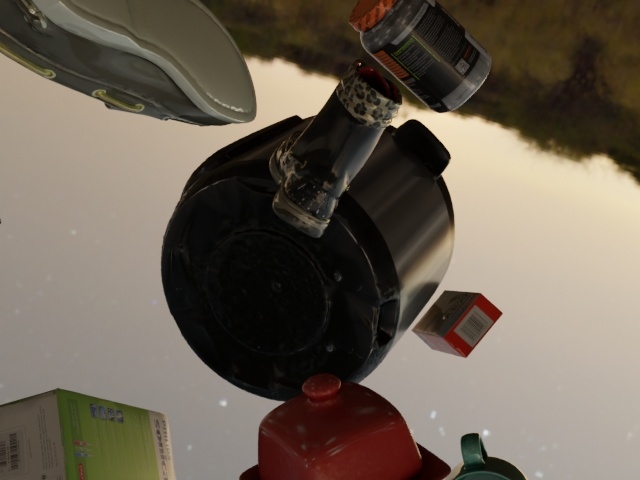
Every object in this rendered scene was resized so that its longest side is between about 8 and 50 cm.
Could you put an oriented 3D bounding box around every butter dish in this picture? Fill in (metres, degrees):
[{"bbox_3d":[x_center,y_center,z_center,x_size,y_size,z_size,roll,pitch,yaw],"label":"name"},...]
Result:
[{"bbox_3d":[0.011,0.178,0.925,0.160,0.118,0.160,-20,-161,-24],"label":"butter dish"}]

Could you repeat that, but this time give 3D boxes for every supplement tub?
[{"bbox_3d":[0.138,-0.278,1.414,0.190,0.117,0.117,39,-178,-22],"label":"supplement tub"}]

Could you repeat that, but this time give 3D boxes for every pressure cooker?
[{"bbox_3d":[0.003,0.005,1.524,0.370,0.375,0.420,5,-158,24],"label":"pressure cooker"}]

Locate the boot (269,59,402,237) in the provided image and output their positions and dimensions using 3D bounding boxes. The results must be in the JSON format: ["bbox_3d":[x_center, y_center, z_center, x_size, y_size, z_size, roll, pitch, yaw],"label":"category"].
[{"bbox_3d":[0.019,-0.120,1.136,0.085,0.178,0.236,29,-160,-12],"label":"boot"}]

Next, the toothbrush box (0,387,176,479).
[{"bbox_3d":[-0.286,0.311,1.238,0.122,0.206,0.283,-17,160,14],"label":"toothbrush box"}]

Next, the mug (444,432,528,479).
[{"bbox_3d":[0.224,0.338,1.326,0.130,0.157,0.097,22,-170,10],"label":"mug"}]

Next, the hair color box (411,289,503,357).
[{"bbox_3d":[0.212,0.129,1.589,0.053,0.093,0.167,42,171,-7],"label":"hair color box"}]

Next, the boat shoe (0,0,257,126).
[{"bbox_3d":[-0.158,-0.158,0.831,0.091,0.109,0.305,-20,160,23],"label":"boat shoe"}]
